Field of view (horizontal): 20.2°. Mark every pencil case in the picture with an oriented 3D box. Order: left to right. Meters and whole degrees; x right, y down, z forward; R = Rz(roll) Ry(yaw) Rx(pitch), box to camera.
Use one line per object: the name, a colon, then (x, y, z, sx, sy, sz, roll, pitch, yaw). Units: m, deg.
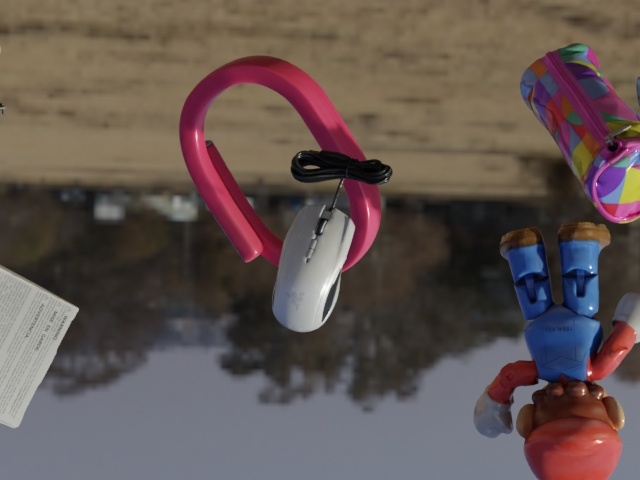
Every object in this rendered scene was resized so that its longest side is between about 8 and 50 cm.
pencil case: (0.290, -0.118, 1.897, 0.104, 0.104, 0.236, 1, -148, -18)

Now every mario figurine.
mario figurine: (0.293, 0.145, 2.166, 0.170, 0.321, 0.198, 1, 172, -37)

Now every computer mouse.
computer mouse: (0.000, 0.000, 1.853, 0.106, 0.193, 0.042, 15, 174, 12)

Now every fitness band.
fitness band: (-0.048, -0.085, 2.187, 0.209, 0.291, 0.054, -29, -173, 31)

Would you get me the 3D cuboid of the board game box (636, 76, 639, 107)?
board game box: (0.262, -0.040, 1.195, 0.168, 0.133, 0.033, 8, 138, -45)

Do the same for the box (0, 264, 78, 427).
box: (-0.316, 0.056, 1.472, 0.203, 0.114, 0.103, 21, 171, 41)

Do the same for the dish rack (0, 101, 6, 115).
dish rack: (-0.517, -0.163, 2.129, 0.271, 0.074, 0.208, 12, -173, 8)
